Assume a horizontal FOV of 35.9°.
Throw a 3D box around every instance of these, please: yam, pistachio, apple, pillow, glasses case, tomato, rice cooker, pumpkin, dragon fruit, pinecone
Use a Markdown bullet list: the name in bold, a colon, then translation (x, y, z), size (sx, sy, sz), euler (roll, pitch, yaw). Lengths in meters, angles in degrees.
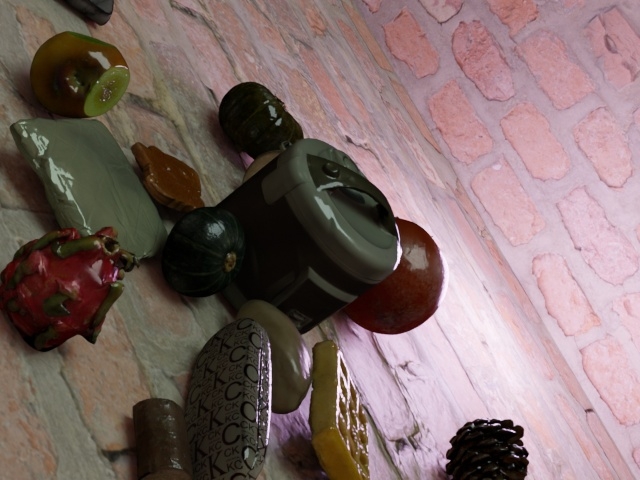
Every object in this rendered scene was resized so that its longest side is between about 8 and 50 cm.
- **yam**: translation (-0.223, 0.290, 1.393), size (0.084, 0.084, 0.127), euler (34, 32, -41)
- **pistachio**: translation (-0.088, 0.205, 1.737), size (0.136, 0.136, 0.226), euler (26, 29, -49)
- **apple**: translation (-0.421, -0.283, 1.716), size (0.163, 0.146, 0.147), euler (20, 8, -8)
- **pillow**: translation (-0.374, -0.077, 1.632), size (0.274, 0.076, 0.281), euler (61, 17, 0)
- **glasses case**: translation (-0.548, -0.554, 1.989), size (0.299, 0.060, 0.114), euler (33, 30, -42)
- **glasses case**: translation (-0.143, 0.256, 1.523), size (0.085, 0.137, 0.355), euler (43, 24, -27)
- **tomato**: translation (0.151, 0.088, 2.210), size (0.265, 0.265, 0.265), euler (43, 24, -25)
- **rice cooker**: translation (-0.021, -0.007, 1.899), size (0.335, 0.325, 0.335), euler (43, 24, -25)
- **pumpkin**: translation (-0.203, 0.021, 1.722), size (0.167, 0.125, 0.167), euler (8, 90, -68)
- **pumpkin**: translation (-0.138, -0.261, 2.265), size (0.223, 0.157, 0.224), euler (45, 8, -8)
- **dragon fruit**: translation (-0.342, 0.061, 1.359), size (0.166, 0.172, 0.160), euler (42, 25, -29)
- **pinecone**: translation (0.364, 0.483, 2.137), size (0.179, 0.184, 0.204), euler (8, 21, -5)

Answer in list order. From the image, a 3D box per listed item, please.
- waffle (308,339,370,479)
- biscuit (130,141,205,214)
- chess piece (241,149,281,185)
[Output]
- **waffle**: translation (0.037, 0.335, 1.778), size (0.248, 0.055, 0.221), euler (-89, 161, -55)
- **biscuit**: translation (-0.283, -0.113, 1.870), size (0.183, 0.043, 0.280), euler (53, 8, -4)
- **chess piece**: translation (-0.046, -0.105, 2.240), size (0.167, 0.167, 0.299), euler (59, 17, 13)
